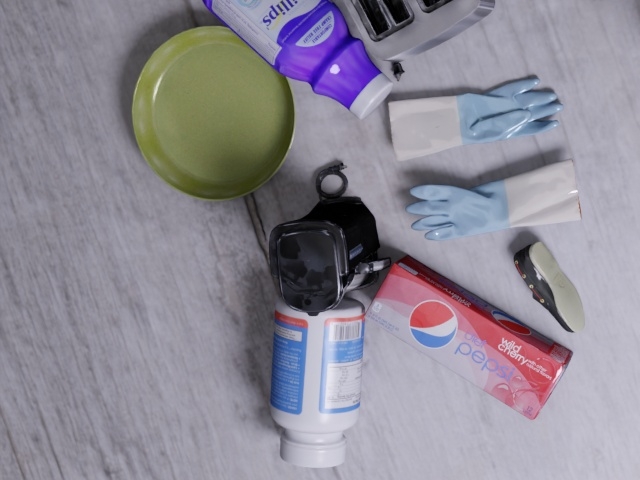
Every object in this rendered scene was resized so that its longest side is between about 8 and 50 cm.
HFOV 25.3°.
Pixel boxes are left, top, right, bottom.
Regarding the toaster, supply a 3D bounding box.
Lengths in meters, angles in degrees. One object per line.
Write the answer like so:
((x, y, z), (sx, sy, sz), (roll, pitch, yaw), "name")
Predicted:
((0.119, -0.323, 1.840), (0.168, 0.110, 0.185), (-27, 90, 19), "toaster")

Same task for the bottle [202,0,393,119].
((-0.028, -0.276, 1.890), (0.283, 0.092, 0.118), (43, 73, 8), "bottle")

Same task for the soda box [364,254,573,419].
((0.196, 0.126, 1.893), (0.263, 0.083, 0.092), (31, 105, 11), "soda box")

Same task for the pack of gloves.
((0.217, -0.105, 1.887), (0.232, 0.046, 0.195), (-9, 83, 15), "pack of gloves")

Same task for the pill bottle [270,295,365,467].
((-0.006, 0.189, 1.941), (0.124, 0.124, 0.221), (7, 99, 16), "pill bottle")

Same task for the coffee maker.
((0.000, 0.000, 1.884), (0.120, 0.178, 0.171), (-27, 89, 17), "coffee maker")

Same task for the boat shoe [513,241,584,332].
((0.302, 0.065, 1.876), (0.042, 0.049, 0.133), (-28, 96, 46), "boat shoe")

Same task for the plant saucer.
((-0.144, -0.176, 1.977), (0.241, 0.037, 0.240), (2, 98, 15), "plant saucer")
